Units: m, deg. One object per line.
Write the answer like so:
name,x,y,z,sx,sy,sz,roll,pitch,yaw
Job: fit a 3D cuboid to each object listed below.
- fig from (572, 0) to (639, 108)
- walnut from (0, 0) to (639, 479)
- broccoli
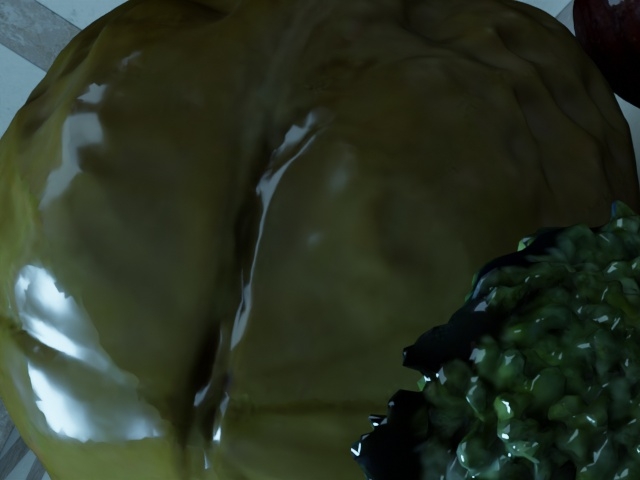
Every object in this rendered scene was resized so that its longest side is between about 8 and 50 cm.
fig,0.203,-0.121,0.823,0.150,0.128,0.128,-55,13,2
walnut,0.000,0.000,0.793,0.398,0.354,0.308,-49,-23,-54
broccoli,0.134,0.128,0.539,0.180,0.273,0.242,23,64,32
